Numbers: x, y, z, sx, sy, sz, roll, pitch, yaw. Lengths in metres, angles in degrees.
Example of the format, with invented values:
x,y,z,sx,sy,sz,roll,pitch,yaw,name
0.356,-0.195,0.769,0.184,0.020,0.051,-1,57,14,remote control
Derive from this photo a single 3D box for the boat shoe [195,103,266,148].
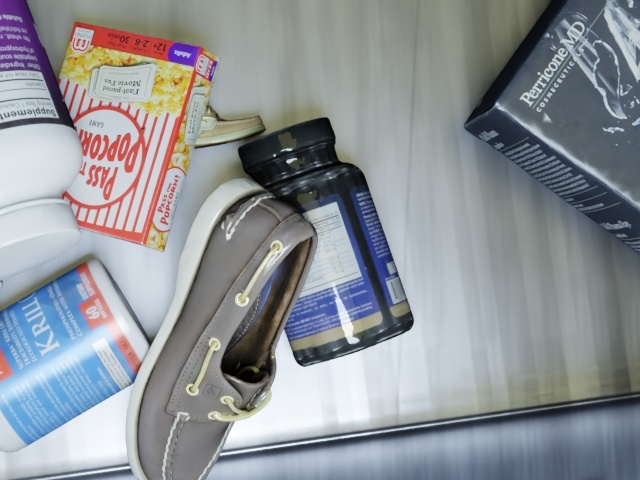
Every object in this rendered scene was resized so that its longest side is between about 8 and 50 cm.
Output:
x,y,z,sx,sy,sz,roll,pitch,yaw,name
-0.122,-0.112,1.512,0.135,0.050,0.045,-8,92,-4,boat shoe

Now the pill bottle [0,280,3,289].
x,y,z,sx,sy,sz,roll,pitch,yaw,name
-0.374,0.066,1.471,0.078,0.078,0.137,43,86,-2,pill bottle

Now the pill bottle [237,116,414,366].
x,y,z,sx,sy,sz,roll,pitch,yaw,name
0.000,0.000,1.482,0.123,0.123,0.219,-19,89,-5,pill bottle

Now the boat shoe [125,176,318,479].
x,y,z,sx,sy,sz,roll,pitch,yaw,name
-0.089,0.106,1.427,0.097,0.116,0.324,31,112,30,boat shoe

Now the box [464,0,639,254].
x,y,z,sx,sy,sz,roll,pitch,yaw,name
0.368,-0.163,1.490,0.312,0.179,0.343,35,85,-1,box

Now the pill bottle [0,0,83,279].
x,y,z,sx,sy,sz,roll,pitch,yaw,name
-0.330,-0.130,1.409,0.181,0.181,0.323,-21,80,-5,pill bottle

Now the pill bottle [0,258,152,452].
x,y,z,sx,sy,sz,roll,pitch,yaw,name
-0.273,0.121,1.454,0.221,0.124,0.124,-31,91,-6,pill bottle

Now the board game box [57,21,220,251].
x,y,z,sx,sy,sz,roll,pitch,yaw,name
-0.191,-0.100,1.478,0.147,0.045,0.193,13,86,26,board game box
